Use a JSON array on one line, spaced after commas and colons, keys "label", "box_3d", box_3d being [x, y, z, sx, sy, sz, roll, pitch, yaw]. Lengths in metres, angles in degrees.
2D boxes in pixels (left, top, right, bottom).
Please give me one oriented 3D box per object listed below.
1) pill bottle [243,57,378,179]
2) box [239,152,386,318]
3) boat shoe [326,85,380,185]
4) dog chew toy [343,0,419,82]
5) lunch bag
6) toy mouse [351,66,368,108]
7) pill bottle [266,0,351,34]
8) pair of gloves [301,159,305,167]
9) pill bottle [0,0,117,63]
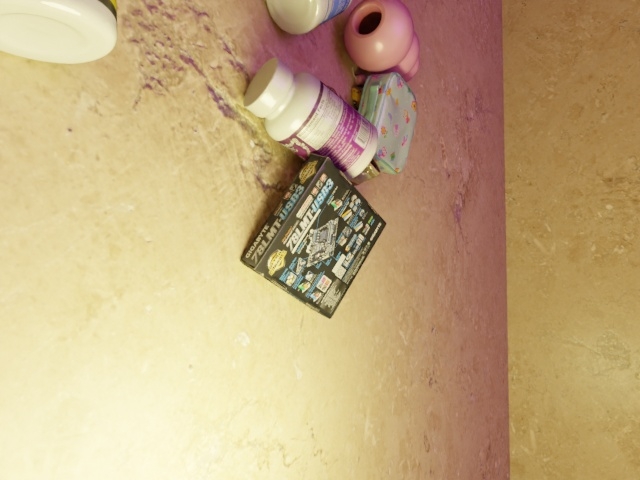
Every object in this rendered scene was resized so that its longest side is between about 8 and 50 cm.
[{"label": "pill bottle", "box_3d": [-0.021, -0.276, 1.017, 0.301, 0.169, 0.169, 29, 63, -33]}, {"label": "box", "box_3d": [0.000, 0.000, 1.038, 0.293, 0.073, 0.296, 39, 78, -42]}, {"label": "boat shoe", "box_3d": [0.076, -0.296, 1.201, 0.285, 0.089, 0.104, 65, 32, -12]}, {"label": "dog chew toy", "box_3d": [0.211, -0.592, 1.351, 0.332, 0.206, 0.207, 12, 77, -59]}, {"label": "lunch bag", "box_3d": [0.193, -0.360, 1.343, 0.224, 0.107, 0.279, 23, 79, -50]}, {"label": "toy mouse", "box_3d": [0.143, -0.467, 1.376, 0.143, 0.031, 0.161, -37, 115, -48]}, {"label": "pill bottle", "box_3d": [-0.005, -0.631, 1.102, 0.272, 0.152, 0.152, -51, 125, -42]}, {"label": "pair of gloves", "box_3d": [0.030, -0.128, 1.190, 0.204, 0.042, 0.240, -2, 88, -52]}, {"label": "pill bottle", "box_3d": [-0.373, -0.430, 0.575, 0.188, 0.188, 0.334, 0, 87, -52]}]
